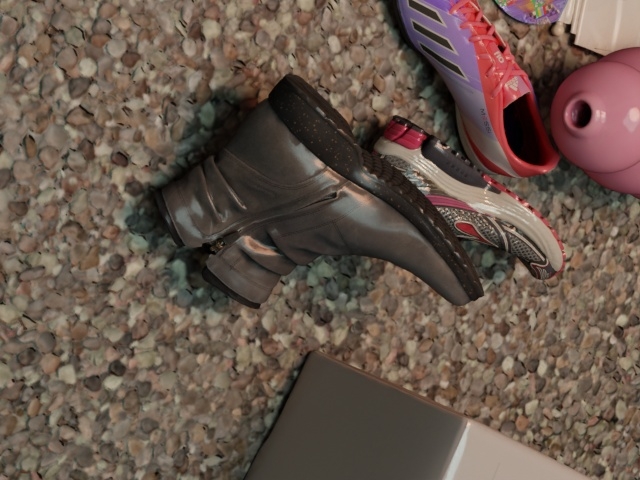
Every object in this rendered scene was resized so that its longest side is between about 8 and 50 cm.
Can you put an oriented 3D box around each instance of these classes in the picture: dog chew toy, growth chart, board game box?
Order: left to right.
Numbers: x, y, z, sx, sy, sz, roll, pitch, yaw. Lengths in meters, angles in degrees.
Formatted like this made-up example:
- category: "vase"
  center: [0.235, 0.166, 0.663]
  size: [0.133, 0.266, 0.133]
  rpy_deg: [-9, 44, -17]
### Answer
- category: "board game box"
  center: [0.275, -0.350, 1.663]
  size: [0.133, 0.033, 0.168]
  rpy_deg: [28, 86, -25]
- category: "growth chart"
  center: [0.393, -0.306, 1.764]
  size: [0.237, 0.021, 0.172]
  rpy_deg: [19, 88, -33]
- category: "dog chew toy"
  center: [0.394, -0.145, 1.654]
  size: [0.332, 0.207, 0.206]
  rpy_deg: [-1, 100, -51]

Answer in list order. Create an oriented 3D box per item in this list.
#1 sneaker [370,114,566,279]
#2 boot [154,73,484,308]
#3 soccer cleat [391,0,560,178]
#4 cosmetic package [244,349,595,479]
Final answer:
- category: "sneaker"
  center: [0.169, -0.033, 1.629]
  size: [0.299, 0.121, 0.112]
  rpy_deg: [32, 96, -25]
- category: "boot"
  center: [0.000, 0.000, 1.489]
  size: [0.223, 0.118, 0.338]
  rpy_deg: [-44, 104, 11]
- category: "soccer cleat"
  center: [0.186, -0.210, 1.595]
  size: [0.109, 0.116, 0.318]
  rpy_deg: [-38, 117, -20]
- category: "cosmetic package"
  center: [0.139, 0.373, 1.551]
  size: [0.394, 0.327, 0.329]
  rpy_deg: [29, 83, -31]
